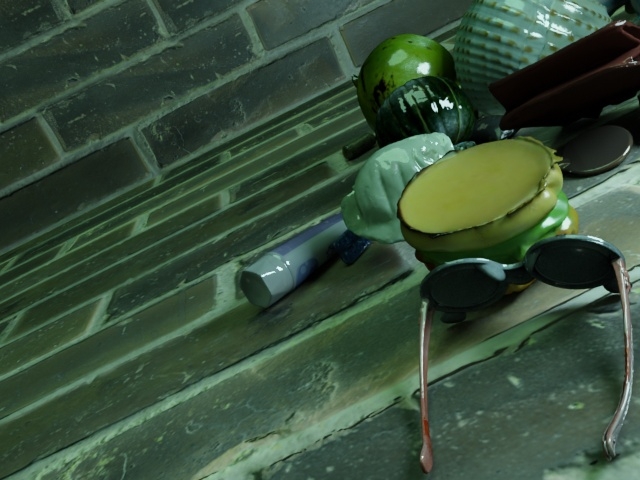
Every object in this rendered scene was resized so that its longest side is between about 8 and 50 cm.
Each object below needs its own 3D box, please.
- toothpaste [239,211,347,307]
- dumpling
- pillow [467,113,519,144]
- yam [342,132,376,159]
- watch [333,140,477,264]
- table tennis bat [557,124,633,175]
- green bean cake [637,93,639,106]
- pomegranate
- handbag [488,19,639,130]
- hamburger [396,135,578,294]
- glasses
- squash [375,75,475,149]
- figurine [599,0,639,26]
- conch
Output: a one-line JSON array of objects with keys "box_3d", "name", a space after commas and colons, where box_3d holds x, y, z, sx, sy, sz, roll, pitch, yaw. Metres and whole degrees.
[{"box_3d": [0.000, 0.000, 1.250, 0.125, 0.080, 0.371, -9, 21, 43], "name": "toothpaste"}, {"box_3d": [0.135, -0.080, 1.103, 0.219, 0.152, 0.108, -38, -11, 17], "name": "dumpling"}, {"box_3d": [0.358, -0.229, 1.407, 0.090, 0.048, 0.150, -33, 21, -16], "name": "pillow"}, {"box_3d": [0.104, -0.255, 1.821, 0.094, 0.043, 0.043, -34, 20, -22], "name": "yam"}, {"box_3d": [0.178, -0.074, 1.235, 0.276, 0.068, 0.274, -19, 25, 21], "name": "watch"}, {"box_3d": [0.391, -0.165, 1.065, 0.170, 0.119, 0.107, -27, 35, 18], "name": "table tennis bat"}, {"box_3d": [0.588, -0.223, 1.074, 0.136, 0.056, 0.135, -20, 17, 21], "name": "green bean cake"}, {"box_3d": [0.240, -0.351, 1.614, 0.341, 0.260, 0.260, 16, 40, 28], "name": "pomegranate"}, {"box_3d": [0.455, -0.269, 1.138, 0.275, 0.084, 0.260, -7, -12, -45], "name": "handbag"}, {"box_3d": [0.226, -0.024, 0.893, 0.237, 0.149, 0.237, -24, 28, 13], "name": "hamburger"}, {"box_3d": [0.205, 0.126, 0.700, 0.234, 0.118, 0.268, -14, 43, 29], "name": "glasses"}, {"box_3d": [0.213, -0.238, 1.396, 0.218, 0.172, 0.218, -40, -11, -10], "name": "squash"}, {"box_3d": [0.717, -0.563, 1.470, 0.361, 0.266, 0.377, -15, 23, 26], "name": "figurine"}, {"box_3d": [0.446, -0.417, 1.418, 0.319, 0.303, 0.215, -60, 2, -4], "name": "conch"}]
